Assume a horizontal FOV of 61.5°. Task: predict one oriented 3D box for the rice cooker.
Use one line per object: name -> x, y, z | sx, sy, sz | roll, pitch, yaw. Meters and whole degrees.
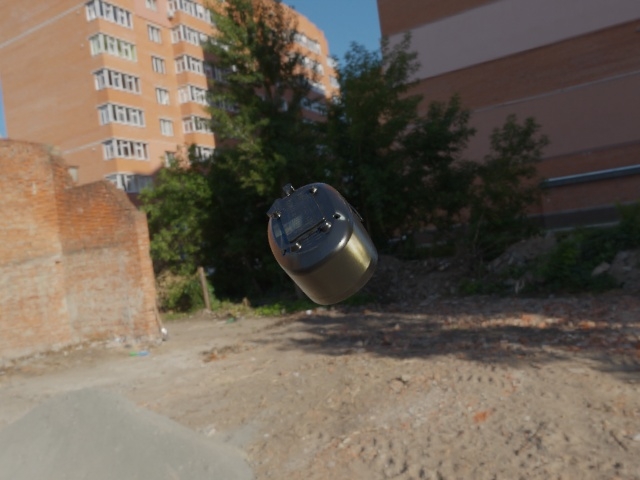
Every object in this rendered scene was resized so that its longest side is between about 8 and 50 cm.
rice cooker -> 0.000, 0.000, 0.649 | 0.112, 0.165, 0.106 | -35, -48, 5
